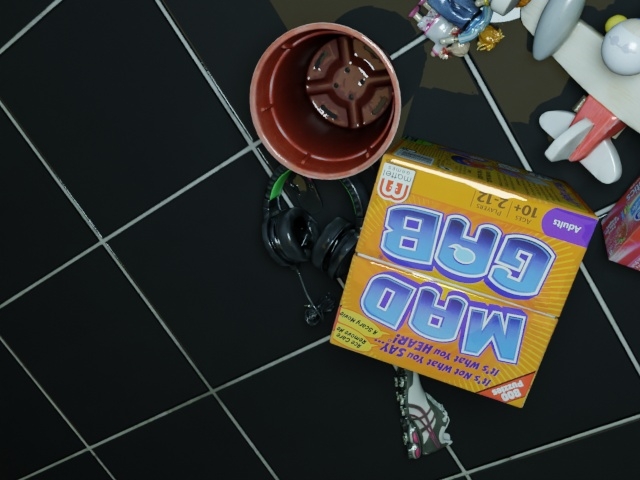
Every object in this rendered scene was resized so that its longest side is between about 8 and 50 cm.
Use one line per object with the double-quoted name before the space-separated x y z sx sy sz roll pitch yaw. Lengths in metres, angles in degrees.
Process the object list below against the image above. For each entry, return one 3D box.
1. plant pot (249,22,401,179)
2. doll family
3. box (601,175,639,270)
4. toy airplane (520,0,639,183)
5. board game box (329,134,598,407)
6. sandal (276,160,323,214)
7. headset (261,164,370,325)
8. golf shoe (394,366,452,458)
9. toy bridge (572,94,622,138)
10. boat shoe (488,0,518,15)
"plant pot" 0.035 -0.284 1.231 0.272 0.265 0.273 5 112 12
"doll family" 0.290 -0.444 1.182 0.163 0.118 0.263 40 115 -5
"box" 0.664 -0.063 1.202 0.128 0.123 0.257 20 133 -4
"toy airplane" 0.522 -0.283 1.084 0.385 0.272 0.385 1 88 36
"board game box" 0.263 0.031 1.227 0.356 0.356 0.357 18 107 9
"sandal" -0.047 -0.137 1.436 0.067 0.040 0.179 -21 106 22
"headset" 0.000 0.000 1.417 0.243 0.185 0.395 13 111 26
"golf shoe" 0.250 0.408 1.569 0.120 0.105 0.273 -11 116 2
"toy bridge" 0.591 -0.229 1.249 0.188 0.026 0.063 34 114 0
"boat shoe" 0.326 -0.527 1.064 0.158 0.341 0.127 34 157 4
